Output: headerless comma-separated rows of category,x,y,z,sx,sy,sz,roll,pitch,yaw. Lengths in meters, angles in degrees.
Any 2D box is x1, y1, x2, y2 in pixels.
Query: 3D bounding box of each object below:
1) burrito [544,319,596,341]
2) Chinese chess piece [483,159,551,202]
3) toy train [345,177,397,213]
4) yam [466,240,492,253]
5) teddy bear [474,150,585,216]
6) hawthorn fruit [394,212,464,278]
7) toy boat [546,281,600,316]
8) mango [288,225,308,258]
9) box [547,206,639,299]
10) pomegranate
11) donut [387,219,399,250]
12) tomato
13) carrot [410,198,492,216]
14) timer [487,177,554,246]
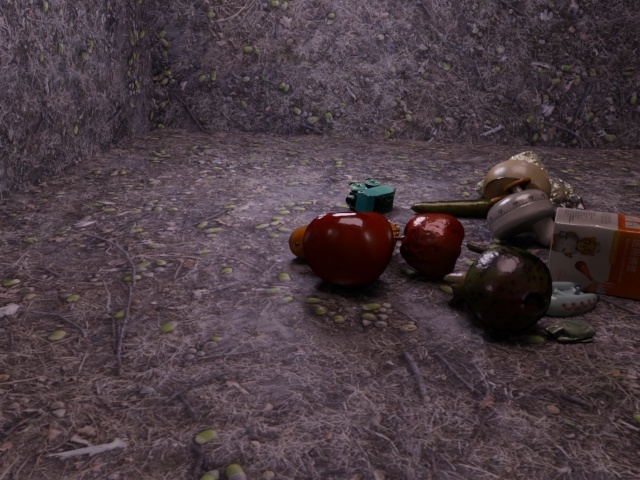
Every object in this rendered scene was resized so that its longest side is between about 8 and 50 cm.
burrito,0.653,0.239,1.550,0.118,0.044,0.074,-1,26,-14
Chinese chess piece,0.749,-0.198,2.252,0.250,0.251,0.097,10,58,22
toy train,0.214,-0.180,2.477,0.203,0.112,0.163,-18,35,-37
yam,0.572,0.033,2.066,0.129,0.027,0.033,21,-1,45
teddy bear,0.883,-0.176,2.491,0.327,0.375,0.362,-11,67,-25
hawthorn fruit,0.325,0.004,1.884,0.243,0.207,0.207,12,24,5
toy boat,0.703,0.157,1.708,0.207,0.079,0.134,-6,26,-20
mango,0.000,0.000,2.007,0.219,0.112,0.145,-10,-2,-19
box,0.883,0.040,1.800,0.341,0.225,0.143,9,26,21
pomegranate,0.491,0.135,1.614,0.242,0.242,0.306,-5,-7,-12
donut,0.175,-0.015,2.071,0.151,0.112,0.295,-11,24,-39
tomato,0.095,0.025,1.805,0.298,0.226,0.298,-5,-2,0
carrot,0.549,-0.135,2.424,0.358,0.074,0.074,1,22,3
timer,0.729,-0.073,2.127,0.233,0.240,0.233,-19,-18,-6
